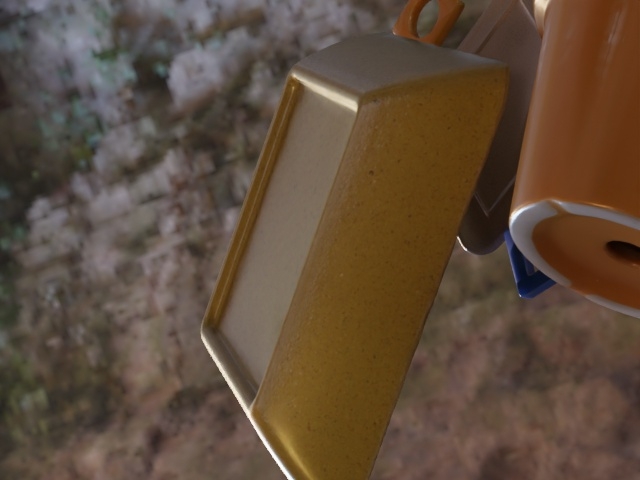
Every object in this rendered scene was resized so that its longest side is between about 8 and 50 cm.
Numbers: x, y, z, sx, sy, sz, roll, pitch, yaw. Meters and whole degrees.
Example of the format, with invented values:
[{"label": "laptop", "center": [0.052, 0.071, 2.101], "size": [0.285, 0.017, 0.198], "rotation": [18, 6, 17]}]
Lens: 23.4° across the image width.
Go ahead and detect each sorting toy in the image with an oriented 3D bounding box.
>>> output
[{"label": "sorting toy", "center": [0.163, -0.110, 1.274], "size": [0.047, 0.347, 0.196], "rotation": [15, 127, -37]}]

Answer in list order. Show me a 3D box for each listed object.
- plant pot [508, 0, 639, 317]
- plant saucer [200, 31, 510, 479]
[{"label": "plant pot", "center": [0.194, -0.065, 0.831], "size": [0.205, 0.205, 0.188], "rotation": [-19, -137, 64]}, {"label": "plant saucer", "center": [0.000, 0.000, 1.149], "size": [0.081, 0.332, 0.333], "rotation": [18, -174, -16]}]
